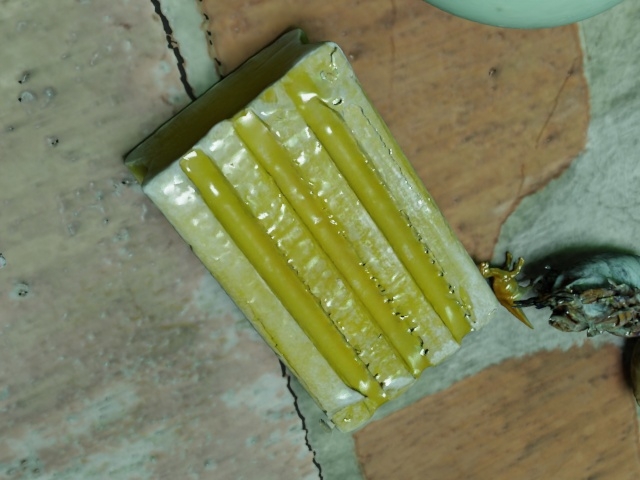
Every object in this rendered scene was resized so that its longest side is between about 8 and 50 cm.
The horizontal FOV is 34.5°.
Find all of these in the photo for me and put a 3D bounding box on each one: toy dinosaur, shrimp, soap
[{"bbox_3d":[0.172,0.041,0.913,0.041,0.026,0.113,-53,135,-4],"label":"toy dinosaur"},{"bbox_3d":[0.229,0.050,0.896,0.233,0.090,0.079,0,98,-45],"label":"shrimp"},{"bbox_3d":[0.000,0.000,0.783,0.173,0.089,0.274,-38,120,-5],"label":"soap"}]

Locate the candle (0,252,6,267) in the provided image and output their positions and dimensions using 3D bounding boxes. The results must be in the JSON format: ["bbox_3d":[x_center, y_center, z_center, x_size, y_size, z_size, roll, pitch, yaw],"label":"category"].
[{"bbox_3d":[-0.294,0.026,0.688,0.162,0.048,0.053,-5,69,-15],"label":"candle"}]

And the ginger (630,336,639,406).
[{"bbox_3d":[0.336,0.090,0.967,0.067,0.096,0.165,19,93,14],"label":"ginger"}]

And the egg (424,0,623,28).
[{"bbox_3d":[0.097,-0.307,0.597,0.276,0.276,0.389,-34,116,-9],"label":"egg"}]
